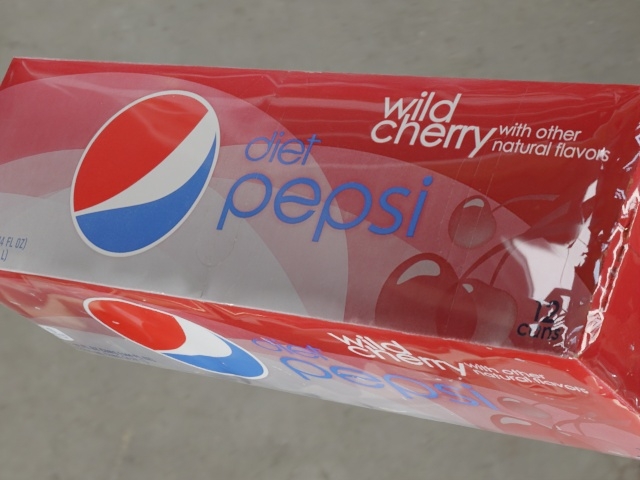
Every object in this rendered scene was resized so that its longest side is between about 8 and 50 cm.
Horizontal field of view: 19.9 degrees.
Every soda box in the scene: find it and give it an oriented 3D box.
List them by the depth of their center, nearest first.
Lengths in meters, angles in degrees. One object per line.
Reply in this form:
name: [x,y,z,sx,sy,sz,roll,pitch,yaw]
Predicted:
soda box: [0.000,0.000,0.583,0.263,0.092,0.083,7,68,38]
